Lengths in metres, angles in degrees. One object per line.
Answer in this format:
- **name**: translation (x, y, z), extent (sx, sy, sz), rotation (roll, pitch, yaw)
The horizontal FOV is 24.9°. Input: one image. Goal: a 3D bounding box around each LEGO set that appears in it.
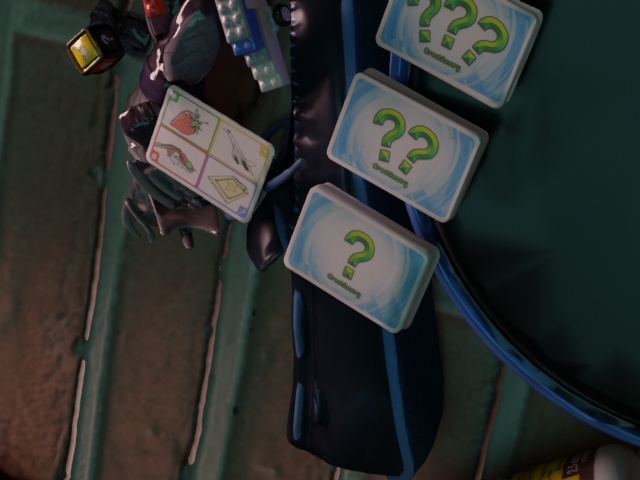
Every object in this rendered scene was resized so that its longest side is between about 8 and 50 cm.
- **LEGO set**: translation (-0.031, -0.085, 0.737), extent (0.244, 0.060, 0.182), rotation (33, 116, 22)

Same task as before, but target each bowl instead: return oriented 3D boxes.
- **bowl**: translation (0.217, -0.068, 0.707), extent (0.391, 0.077, 0.391), rotation (6, 108, 17)

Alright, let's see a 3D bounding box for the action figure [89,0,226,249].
- **action figure**: translation (-0.089, -0.119, 0.886), extent (0.099, 0.185, 0.285), rotation (-2, 127, -26)

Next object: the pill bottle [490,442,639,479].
- **pill bottle**: translation (0.122, 0.218, 0.961), extent (0.215, 0.117, 0.117), rotation (-22, 98, 23)

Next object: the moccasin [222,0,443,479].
- **moccasin**: translation (0.000, 0.000, 0.927), extent (0.117, 0.138, 0.342), rotation (1, 106, 23)

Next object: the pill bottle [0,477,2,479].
- **pill bottle**: translation (-0.280, 0.224, 1.100), extent (0.112, 0.112, 0.187), rotation (-42, 89, 24)
